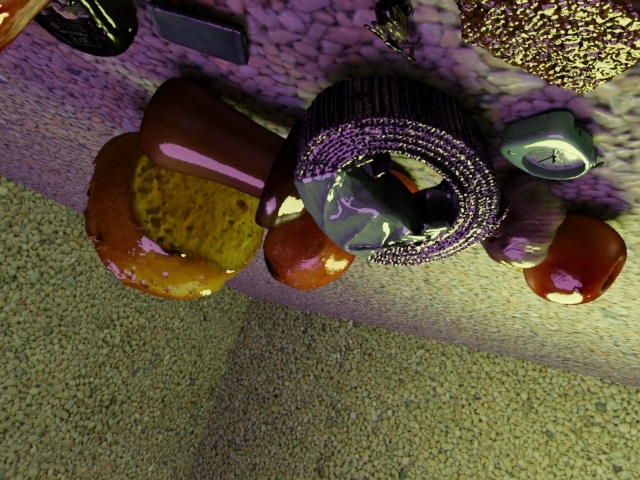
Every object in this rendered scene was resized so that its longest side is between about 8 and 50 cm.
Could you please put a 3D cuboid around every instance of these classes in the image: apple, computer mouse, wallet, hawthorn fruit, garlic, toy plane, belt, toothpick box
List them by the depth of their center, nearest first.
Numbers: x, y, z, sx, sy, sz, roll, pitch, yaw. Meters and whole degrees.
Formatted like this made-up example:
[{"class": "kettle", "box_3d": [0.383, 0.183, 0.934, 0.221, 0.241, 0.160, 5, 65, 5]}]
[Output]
[{"class": "toy plane", "box_3d": [0.082, -0.226, 0.561, 0.031, 0.049, 0.120, 10, 180, 29]}, {"class": "computer mouse", "box_3d": [-0.310, -0.316, 0.613, 0.137, 0.096, 0.233, 20, 170, 14]}, {"class": "wallet", "box_3d": [-0.159, -0.279, 0.694, 0.129, 0.026, 0.088, 17, 169, 0]}, {"class": "belt", "box_3d": [0.107, -0.084, 0.740, 0.260, 0.122, 0.325, -28, 133, 33]}, {"class": "garlic", "box_3d": [0.303, -0.029, 0.815, 0.102, 0.147, 0.159, 0, 155, -18]}, {"class": "toothpick box", "box_3d": [-0.133, -0.145, 0.858, 0.294, 0.192, 0.192, 26, 165, -1]}, {"class": "apple", "box_3d": [0.423, 0.032, 0.867, 0.139, 0.163, 0.163, 22, 170, 39]}, {"class": "hawthorn fruit", "box_3d": [0.000, 0.000, 1.202, 0.211, 0.211, 0.299, 28, 150, -33]}]

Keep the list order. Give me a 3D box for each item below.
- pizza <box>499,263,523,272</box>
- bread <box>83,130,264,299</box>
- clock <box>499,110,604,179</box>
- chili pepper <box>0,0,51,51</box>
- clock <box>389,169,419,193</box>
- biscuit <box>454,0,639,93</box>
[{"class": "pizza", "box_3d": [0.429, 0.034, 1.100, 0.099, 0.036, 0.160, 9, 162, 29]}, {"class": "bread", "box_3d": [-0.268, -0.056, 1.035, 0.204, 0.337, 0.358, -8, 159, 43]}, {"class": "clock", "box_3d": [0.313, -0.116, 0.690, 0.135, 0.041, 0.101, 26, 163, -30]}, {"class": "chili pepper", "box_3d": [-0.216, -0.267, 0.290, 0.251, 0.305, 0.229, 27, 160, 4]}, {"class": "clock", "box_3d": [0.093, -0.097, 0.998, 0.205, 0.051, 0.205, 16, 164, 5]}, {"class": "biscuit", "box_3d": [0.200, -0.215, 0.498, 0.236, 0.026, 0.131, 20, 163, -10]}]
